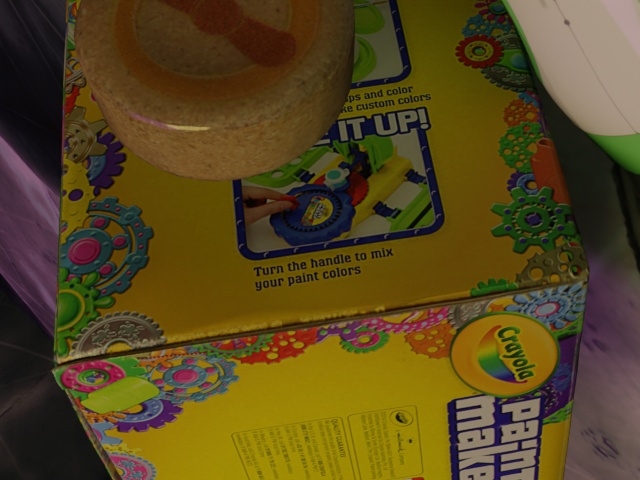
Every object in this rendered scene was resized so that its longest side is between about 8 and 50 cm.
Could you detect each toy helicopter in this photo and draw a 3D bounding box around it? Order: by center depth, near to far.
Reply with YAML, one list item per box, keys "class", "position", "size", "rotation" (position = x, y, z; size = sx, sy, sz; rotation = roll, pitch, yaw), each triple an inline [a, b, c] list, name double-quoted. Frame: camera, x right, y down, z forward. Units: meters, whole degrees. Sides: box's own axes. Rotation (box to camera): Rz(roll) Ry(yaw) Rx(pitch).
- class: "toy helicopter"
  position: [-0.091, -0.166, 0.406]
  size: [0.140, 0.235, 0.355]
  rotation: [88, 163, -60]

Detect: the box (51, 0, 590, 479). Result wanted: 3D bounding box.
- class: "box"
  position: [0.000, 0.000, 0.547]
  size: [0.290, 0.177, 0.279]
  rotation: [79, -178, -54]

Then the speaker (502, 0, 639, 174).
- class: "speaker"
  position: [0.072, -0.168, 0.352]
  size: [0.296, 0.131, 0.131]
  rotation: [55, 158, -18]
